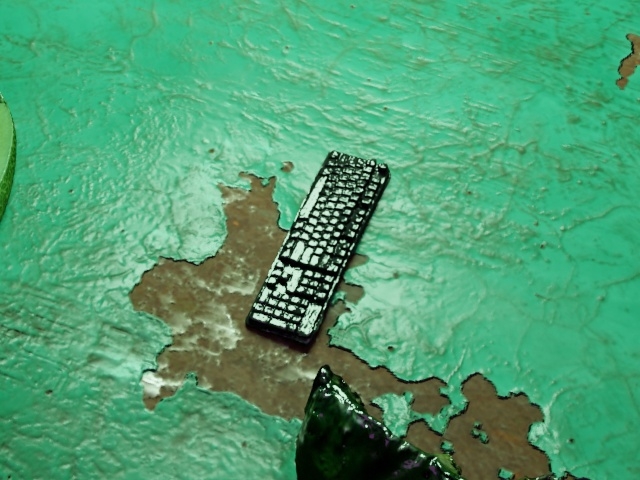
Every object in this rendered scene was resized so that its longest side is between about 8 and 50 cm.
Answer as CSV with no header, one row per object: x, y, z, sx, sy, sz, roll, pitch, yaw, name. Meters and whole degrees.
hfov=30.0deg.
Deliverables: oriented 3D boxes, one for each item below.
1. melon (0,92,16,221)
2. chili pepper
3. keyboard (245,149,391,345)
-0.359,-0.062,1.207,0.114,0.053,0.261,-5,51,15,melon
0.100,0.217,0.979,0.264,0.148,0.116,18,40,2,chili pepper
0.000,0.000,1.193,0.072,0.023,0.231,19,57,11,keyboard
